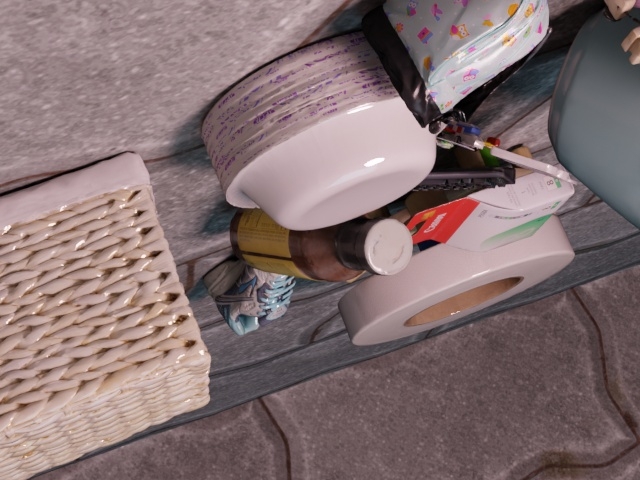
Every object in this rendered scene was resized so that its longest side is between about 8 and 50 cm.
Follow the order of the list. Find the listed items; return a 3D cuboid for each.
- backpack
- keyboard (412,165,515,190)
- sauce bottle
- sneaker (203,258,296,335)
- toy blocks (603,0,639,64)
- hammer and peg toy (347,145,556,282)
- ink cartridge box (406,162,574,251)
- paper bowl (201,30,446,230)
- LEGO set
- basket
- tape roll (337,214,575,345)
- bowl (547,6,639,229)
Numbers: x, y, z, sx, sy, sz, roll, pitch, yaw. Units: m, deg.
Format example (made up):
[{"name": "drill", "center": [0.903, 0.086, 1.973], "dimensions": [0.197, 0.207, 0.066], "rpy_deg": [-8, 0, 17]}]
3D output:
[{"name": "backpack", "center": [0.146, -0.217, 1.433], "dimensions": [0.182, 0.152, 0.115], "rpy_deg": [-31, 161, 10]}, {"name": "keyboard", "center": [0.097, -0.078, 1.848], "dimensions": [0.317, 0.033, 0.201], "rpy_deg": [0, -178, 16]}, {"name": "sauce bottle", "center": [0.000, 0.000, 1.812], "dimensions": [0.111, 0.111, 0.344], "rpy_deg": [-16, -168, -28]}, {"name": "sneaker", "center": [-0.074, 0.060, 2.179], "dimensions": [0.110, 0.122, 0.283], "rpy_deg": [-14, 164, -34]}, {"name": "toy blocks", "center": [0.492, -0.274, 1.465], "dimensions": [0.260, 0.288, 0.309], "rpy_deg": [-23, 166, -13]}, {"name": "hammer and peg toy", "center": [0.181, -0.049, 2.167], "dimensions": [0.266, 0.127, 0.361], "rpy_deg": [-29, 165, 32]}, {"name": "ink cartridge box", "center": [0.217, -0.023, 1.931], "dimensions": [0.225, 0.056, 0.181], "rpy_deg": [-21, 167, -17]}, {"name": "paper bowl", "center": [0.017, -0.112, 1.611], "dimensions": [0.284, 0.148, 0.284], "rpy_deg": [-21, 168, -5]}, {"name": "LEGO set", "center": [0.201, -0.133, 1.778], "dimensions": [0.244, 0.060, 0.182], "rpy_deg": [20, -176, 21]}, {"name": "basket", "center": [-0.312, 0.105, 1.671], "dimensions": [0.331, 0.266, 0.328], "rpy_deg": [-22, 166, -10]}, {"name": "tape roll", "center": [0.217, 0.067, 2.256], "dimensions": [0.392, 0.072, 0.392], "rpy_deg": [-20, 167, -5]}, {"name": "bowl", "center": [0.395, -0.181, 1.762], "dimensions": [0.311, 0.163, 0.311], "rpy_deg": [-51, 154, -36]}]
